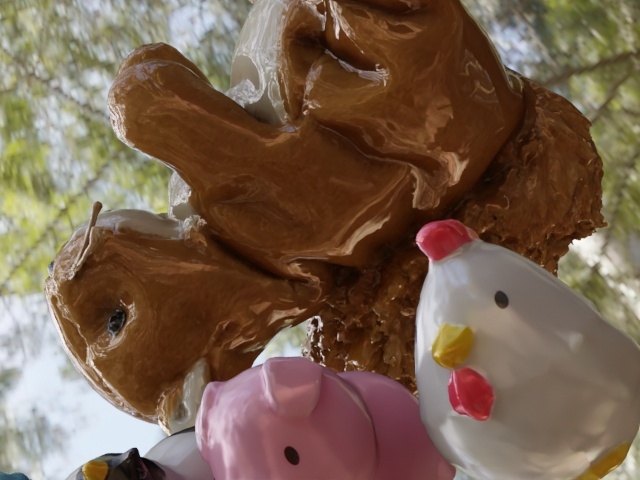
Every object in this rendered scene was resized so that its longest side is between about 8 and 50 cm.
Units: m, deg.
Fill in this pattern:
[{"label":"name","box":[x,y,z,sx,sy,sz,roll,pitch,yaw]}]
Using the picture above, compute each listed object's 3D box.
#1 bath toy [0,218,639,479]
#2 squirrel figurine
[{"label":"bath toy","box":[-0.019,0.101,0.741,0.348,0.151,0.129,-28,-78,28]},{"label":"squirrel figurine","box":[0.000,0.000,1.184,0.397,0.281,0.370,33,-94,-18]}]
